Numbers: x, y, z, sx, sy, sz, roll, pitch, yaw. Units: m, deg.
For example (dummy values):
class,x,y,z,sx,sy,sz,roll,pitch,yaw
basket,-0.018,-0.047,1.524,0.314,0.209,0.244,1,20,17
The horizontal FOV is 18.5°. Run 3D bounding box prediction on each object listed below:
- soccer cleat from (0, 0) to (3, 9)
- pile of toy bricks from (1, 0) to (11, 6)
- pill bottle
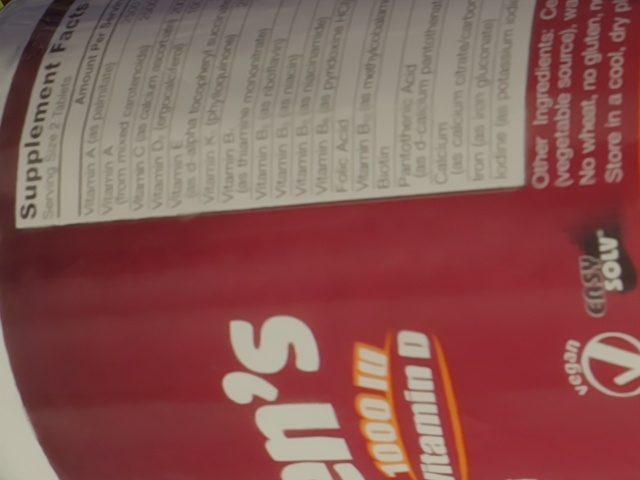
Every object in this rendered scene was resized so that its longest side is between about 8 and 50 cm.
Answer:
class,x,y,z,sx,sy,sz,roll,pitch,yaw
soccer cleat,-0.138,-0.110,0.946,0.289,0.093,0.121,8,89,-51
pile of toy bricks,-0.128,-0.050,0.725,0.118,0.105,0.212,-101,-166,-64
pill bottle,0.000,0.000,0.386,0.121,0.221,0.121,19,69,-62
